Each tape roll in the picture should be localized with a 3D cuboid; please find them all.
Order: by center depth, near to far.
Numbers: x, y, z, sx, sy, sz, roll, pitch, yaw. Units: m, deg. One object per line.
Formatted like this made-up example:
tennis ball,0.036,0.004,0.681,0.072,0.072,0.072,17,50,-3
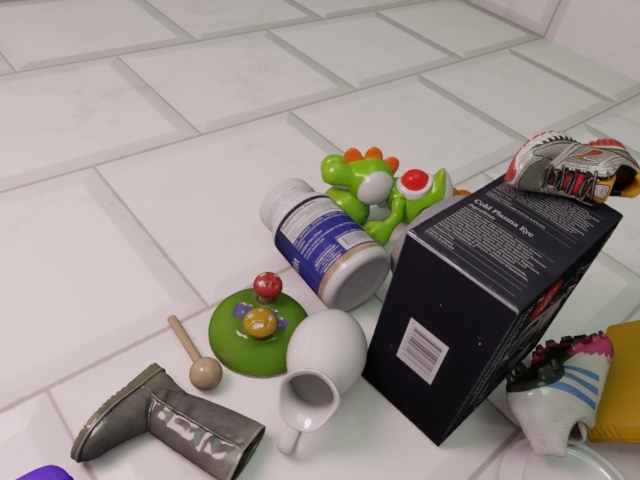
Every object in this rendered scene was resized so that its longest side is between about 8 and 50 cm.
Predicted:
tape roll,0.241,0.019,0.994,0.219,0.219,0.072,-15,49,-25

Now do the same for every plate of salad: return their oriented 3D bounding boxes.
plate of salad,0.365,0.381,0.764,0.200,0.048,0.199,1,36,-1

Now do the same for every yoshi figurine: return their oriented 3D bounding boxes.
yoshi figurine,0.153,-0.068,1.144,0.363,0.203,0.202,19,82,-12

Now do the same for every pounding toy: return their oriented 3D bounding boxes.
pounding toy,-0.123,0.134,0.876,0.237,0.110,0.183,-14,48,-26

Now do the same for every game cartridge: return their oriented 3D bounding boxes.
game cartridge,0.597,0.206,0.826,0.052,0.324,0.285,54,50,-5

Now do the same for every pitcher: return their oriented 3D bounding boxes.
pitcher,-0.007,0.212,0.803,0.126,0.177,0.207,27,25,3

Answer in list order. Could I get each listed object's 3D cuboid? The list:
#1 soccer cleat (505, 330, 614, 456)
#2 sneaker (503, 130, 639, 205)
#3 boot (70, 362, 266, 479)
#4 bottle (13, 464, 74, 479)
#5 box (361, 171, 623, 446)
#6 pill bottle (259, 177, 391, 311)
soccer cleat,0.409,0.248,0.861,0.332,0.116,0.143,-9,79,-45
sneaker,0.371,-0.100,0.743,0.226,0.088,0.092,-4,44,-15
boot,-0.211,0.286,0.735,0.209,0.076,0.189,33,49,12
bottle,-0.286,0.396,0.575,0.118,0.092,0.283,-27,55,-33
box,0.259,0.096,0.825,0.313,0.343,0.179,-29,55,-35
pill bottle,0.000,0.000,1.012,0.153,0.153,0.264,-21,51,-30
